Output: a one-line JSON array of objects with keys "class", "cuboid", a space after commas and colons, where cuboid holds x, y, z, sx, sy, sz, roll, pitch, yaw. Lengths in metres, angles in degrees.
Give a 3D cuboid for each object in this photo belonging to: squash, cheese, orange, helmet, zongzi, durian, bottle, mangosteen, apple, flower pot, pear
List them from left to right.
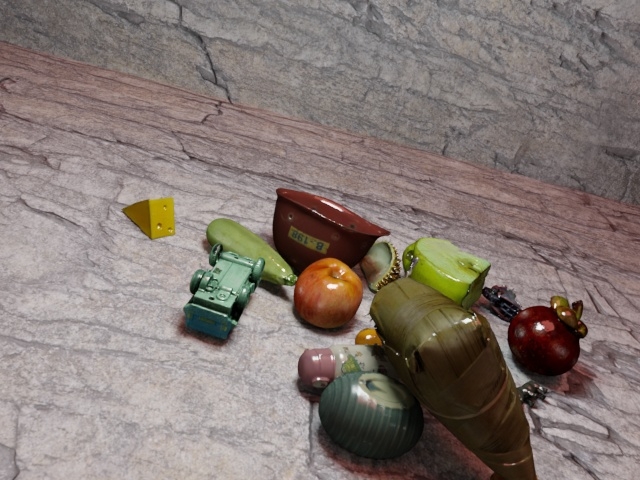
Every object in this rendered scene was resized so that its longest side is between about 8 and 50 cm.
[{"class": "cheese", "cuboid": [-0.555, -0.087, 1.971, 0.171, 0.126, 0.093, 13, 19, 40]}, {"class": "squash", "cuboid": [-0.206, 0.043, 1.877, 0.370, 0.118, 0.118, 31, 31, 26]}, {"class": "helmet", "cuboid": [0.000, 0.000, 1.945, 0.384, 0.230, 0.337, 24, 11, 5]}, {"class": "apple", "cuboid": [0.027, 0.149, 1.766, 0.209, 0.164, 0.209, 14, 31, -9]}, {"class": "bottle", "cuboid": [0.067, 0.320, 1.535, 0.253, 0.120, 0.120, 4, 31, -21]}, {"class": "orange", "cuboid": [0.134, 0.281, 1.682, 0.083, 0.084, 0.083, 13, 28, -7]}, {"class": "flower pot", "cuboid": [0.117, 0.392, 1.390, 0.243, 0.157, 0.189, 19, 26, -11]}, {"class": "durian", "cuboid": [0.205, 0.079, 2.065, 0.139, 0.144, 0.252, -12, 40, -7]}, {"class": "pear", "cuboid": [0.384, 0.116, 2.011, 0.281, 0.176, 0.286, 30, 26, 21]}, {"class": "zongzi", "cuboid": [0.294, 0.326, 1.474, 0.218, 0.467, 0.500, -26, 16, -6]}, {"class": "mangosteen", "cuboid": [0.682, 0.271, 1.818, 0.215, 0.258, 0.215, 36, 7, -5]}]

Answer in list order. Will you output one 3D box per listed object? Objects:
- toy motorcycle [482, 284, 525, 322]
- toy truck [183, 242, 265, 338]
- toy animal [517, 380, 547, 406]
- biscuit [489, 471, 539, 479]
[{"class": "toy motorcycle", "cuboid": [0.642, 0.223, 2.076, 0.213, 0.082, 0.122, 39, 32, 14]}, {"class": "toy truck", "cuboid": [-0.257, 0.131, 1.647, 0.154, 0.156, 0.279, 18, 28, 2]}, {"class": "toy animal", "cuboid": [0.569, 0.426, 1.701, 0.135, 0.047, 0.065, -12, 34, -40]}, {"class": "biscuit", "cuboid": [0.436, 0.612, 1.286, 0.202, 0.047, 0.334, 19, 30, -7]}]
